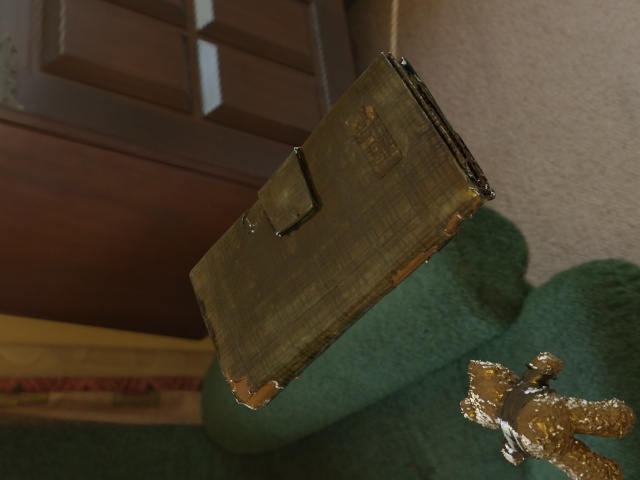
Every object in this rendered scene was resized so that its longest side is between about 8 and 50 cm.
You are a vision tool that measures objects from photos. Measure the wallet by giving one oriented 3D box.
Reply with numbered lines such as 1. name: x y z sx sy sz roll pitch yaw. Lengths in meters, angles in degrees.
1. wallet: -0.001 0.000 0.806 0.317 0.044 0.169 -45 57 31

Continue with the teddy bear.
1. teddy bear: 0.315 0.251 1.290 0.251 0.129 0.181 21 98 24
